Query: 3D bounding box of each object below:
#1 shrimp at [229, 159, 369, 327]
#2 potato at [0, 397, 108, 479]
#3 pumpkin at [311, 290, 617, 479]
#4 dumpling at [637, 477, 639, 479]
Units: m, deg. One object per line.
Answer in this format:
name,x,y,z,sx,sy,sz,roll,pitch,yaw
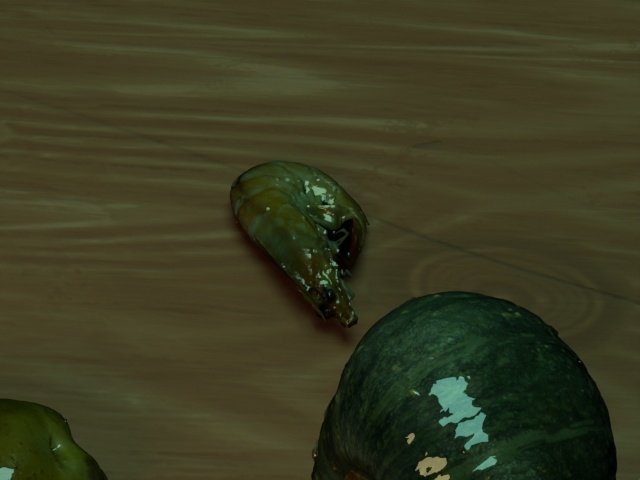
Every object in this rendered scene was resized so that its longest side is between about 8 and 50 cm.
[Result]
shrimp,0.000,0.000,2.043,0.152,0.063,0.287,-6,41,-29
potato,-0.381,0.231,1.677,0.369,0.176,0.195,-3,70,-4
pumpkin,0.119,0.212,1.620,0.257,0.327,0.291,-10,62,-31
dumpling,0.362,0.300,1.719,0.153,0.108,0.219,-20,46,-26
